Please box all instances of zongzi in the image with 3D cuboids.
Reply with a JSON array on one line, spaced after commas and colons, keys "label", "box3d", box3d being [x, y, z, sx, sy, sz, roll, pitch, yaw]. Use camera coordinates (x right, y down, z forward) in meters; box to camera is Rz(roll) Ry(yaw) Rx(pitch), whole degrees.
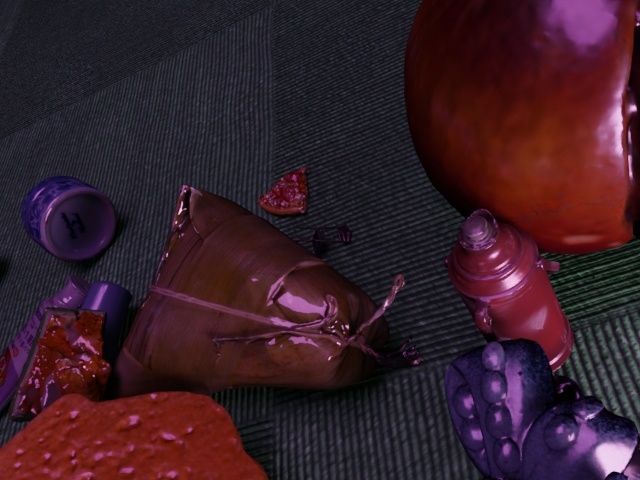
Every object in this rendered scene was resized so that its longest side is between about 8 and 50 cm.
[{"label": "zongzi", "box3d": [-0.091, 0.171, 0.861, 0.447, 0.181, 0.418, 31, 92, 39]}]

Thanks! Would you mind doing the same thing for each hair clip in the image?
[{"label": "hair clip", "box3d": [0.188, 0.250, 0.594, 0.206, 0.194, 0.310, 0, 60, 45]}]

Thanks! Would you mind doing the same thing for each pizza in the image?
[{"label": "pizza", "box3d": [-0.066, -0.075, 1.119, 0.099, 0.029, 0.100, -15, 48, 23]}]

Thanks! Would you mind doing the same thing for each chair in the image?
[{"label": "chair", "box3d": [0.000, 0.001, 1.014, 0.086, 0.042, 0.037, -1, 47, -13]}]

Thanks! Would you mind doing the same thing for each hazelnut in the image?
[{"label": "hazelnut", "box3d": [0.269, -0.194, 0.761, 0.402, 0.402, 0.429, -6, 53, 29]}]

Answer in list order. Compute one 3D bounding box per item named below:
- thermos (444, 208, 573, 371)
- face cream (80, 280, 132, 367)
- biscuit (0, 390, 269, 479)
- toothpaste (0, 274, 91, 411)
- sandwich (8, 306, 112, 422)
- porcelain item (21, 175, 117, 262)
[{"label": "thermos", "box3d": [0.191, 0.055, 0.701, 0.099, 0.232, 0.124, 2, 58, 33]}, {"label": "face cream", "box3d": [-0.382, 0.246, 1.028, 0.135, 0.086, 0.385, -5, 58, 34]}, {"label": "biscuit", "box3d": [-0.204, 0.331, 0.692, 0.350, 0.078, 0.455, -22, 44, -24]}, {"label": "toothpaste", "box3d": [-0.501, 0.191, 1.163, 0.299, 0.073, 0.114, -49, 44, 1]}, {"label": "sandwich", "box3d": [-0.348, 0.172, 0.932, 0.160, 0.109, 0.185, -24, 54, 58]}, {"label": "porcelain item", "box3d": [-0.470, -0.042, 1.268, 0.114, 0.147, 0.147, 22, 69, 43]}]
